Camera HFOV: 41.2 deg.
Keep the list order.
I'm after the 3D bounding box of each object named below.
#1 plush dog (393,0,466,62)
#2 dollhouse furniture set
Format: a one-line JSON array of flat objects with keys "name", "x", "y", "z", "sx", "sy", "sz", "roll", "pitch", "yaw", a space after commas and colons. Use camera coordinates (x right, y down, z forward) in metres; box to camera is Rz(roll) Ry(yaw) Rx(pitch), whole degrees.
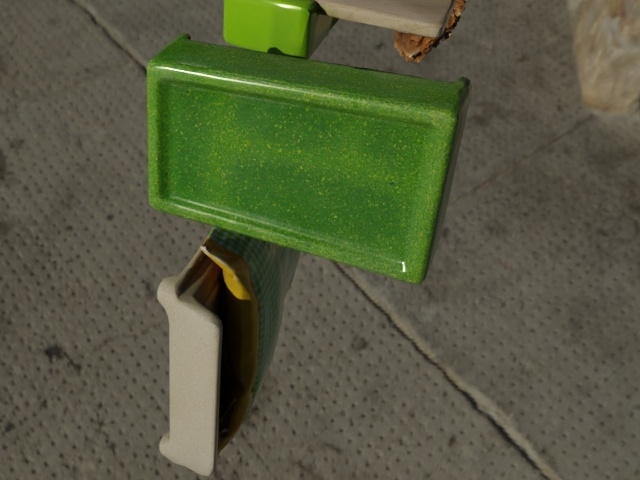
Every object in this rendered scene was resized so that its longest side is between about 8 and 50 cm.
[{"name": "plush dog", "x": 0.066, "y": -0.305, "z": 0.816, "sx": 0.226, "sy": 0.262, "sz": 0.210, "roll": 22, "pitch": 40, "yaw": 7}, {"name": "dollhouse furniture set", "x": 0.000, "y": 0.000, "z": 0.545, "sx": 0.151, "sy": 0.301, "sz": 0.197, "roll": 13, "pitch": 35, "yaw": 9}]
